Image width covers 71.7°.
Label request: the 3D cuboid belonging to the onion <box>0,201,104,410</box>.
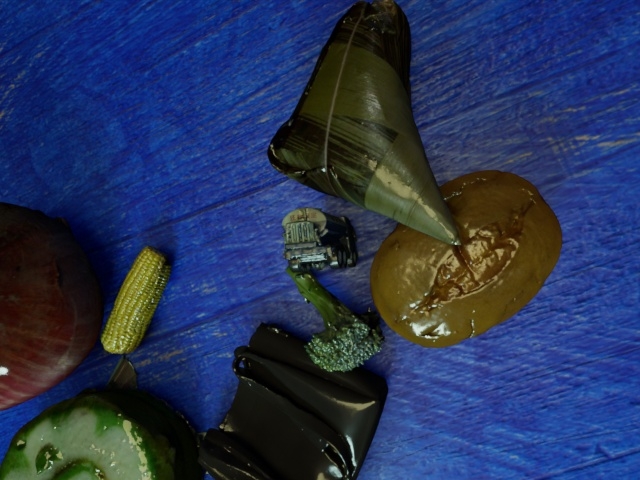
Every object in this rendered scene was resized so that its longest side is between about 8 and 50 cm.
[{"bbox_3d":[-0.544,0.102,0.725,0.354,0.354,0.353,0,91,13],"label":"onion"}]

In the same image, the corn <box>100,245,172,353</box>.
[{"bbox_3d":[-0.324,0.107,0.782,0.072,0.072,0.203,26,95,11],"label":"corn"}]

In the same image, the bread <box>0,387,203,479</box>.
[{"bbox_3d":[-0.360,0.448,0.750,0.382,0.129,0.366,44,99,8],"label":"bread"}]

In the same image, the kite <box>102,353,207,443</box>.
[{"bbox_3d":[-0.334,0.376,0.816,0.315,0.011,0.335,-15,88,12],"label":"kite"}]

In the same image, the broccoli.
[{"bbox_3d":[0.010,0.107,0.680,0.123,0.118,0.204,-29,50,-14],"label":"broccoli"}]

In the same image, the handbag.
[{"bbox_3d":[-0.054,0.301,0.706,0.257,0.113,0.285,24,96,18],"label":"handbag"}]

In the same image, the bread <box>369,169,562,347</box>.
[{"bbox_3d":[0.198,0.026,0.628,0.270,0.143,0.195,-41,81,11],"label":"bread"}]

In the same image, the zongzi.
[{"bbox_3d":[0.111,-0.173,0.606,0.318,0.154,0.289,28,94,32],"label":"zongzi"}]

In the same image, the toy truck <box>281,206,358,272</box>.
[{"bbox_3d":[0.000,0.000,0.640,0.074,0.202,0.088,-8,86,16],"label":"toy truck"}]
